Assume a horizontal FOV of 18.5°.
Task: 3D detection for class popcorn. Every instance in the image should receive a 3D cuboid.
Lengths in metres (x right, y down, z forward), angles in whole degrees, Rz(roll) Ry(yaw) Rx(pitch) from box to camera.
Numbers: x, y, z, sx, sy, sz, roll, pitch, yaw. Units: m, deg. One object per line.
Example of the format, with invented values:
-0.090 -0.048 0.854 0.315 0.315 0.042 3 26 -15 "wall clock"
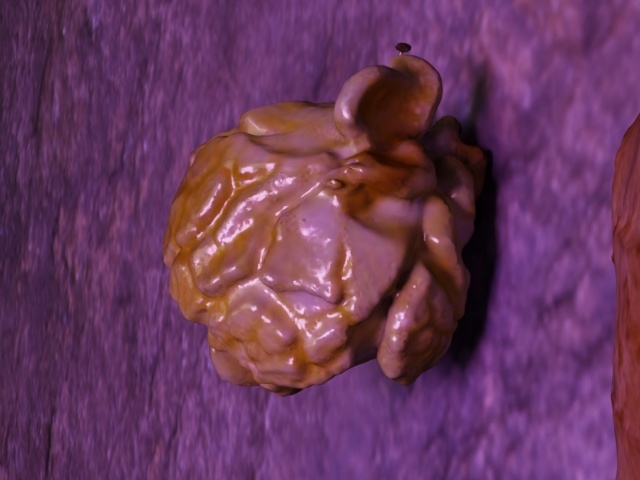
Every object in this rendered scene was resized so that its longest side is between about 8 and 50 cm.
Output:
0.000 0.000 0.855 0.162 0.136 0.141 105 -178 -52 "popcorn"

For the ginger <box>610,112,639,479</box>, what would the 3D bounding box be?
0.112 0.111 0.509 0.236 0.166 0.375 35 111 56 "ginger"
